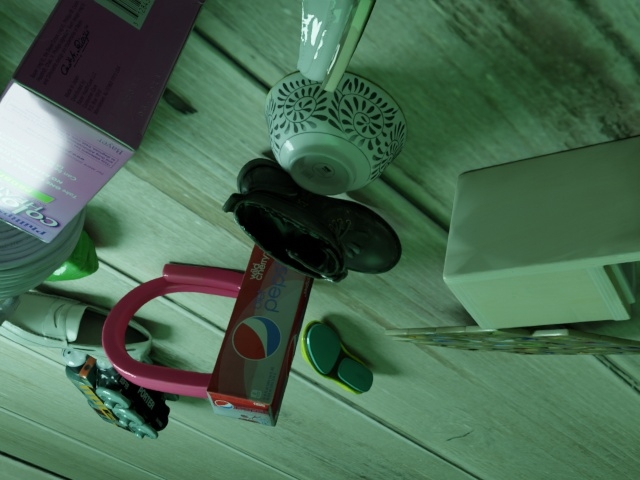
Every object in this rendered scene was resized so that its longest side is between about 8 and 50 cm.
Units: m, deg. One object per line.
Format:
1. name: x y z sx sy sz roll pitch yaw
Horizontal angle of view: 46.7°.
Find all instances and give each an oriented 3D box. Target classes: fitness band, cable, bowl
1. fitness band: -0.203 0.142 1.175 0.290 0.209 0.054 6 148 14
2. cable: -0.431 -0.049 0.938 0.257 0.257 0.089 37 139 -3
3. bowl: 0.008 -0.104 0.839 0.170 0.080 0.170 10 146 7

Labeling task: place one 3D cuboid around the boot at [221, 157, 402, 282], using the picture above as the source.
1. boot: 0.000 0.000 0.867 0.263 0.229 0.091 27 102 -15

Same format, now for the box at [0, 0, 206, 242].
1. box: -0.247 -0.148 0.750 0.117 0.214 0.243 30 145 -23

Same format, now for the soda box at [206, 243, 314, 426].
1. soda box: -0.074 0.115 1.032 0.092 0.263 0.083 9 147 8

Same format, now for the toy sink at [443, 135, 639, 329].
1. toy sink: 0.275 0.000 0.823 0.234 0.153 0.131 -11 139 33

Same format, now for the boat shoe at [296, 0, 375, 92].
1. boat shoe: 0.013 -0.258 0.588 0.103 0.113 0.302 17 137 -1

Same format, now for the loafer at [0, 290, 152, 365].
1. loafer: -0.474 0.155 1.407 0.319 0.112 0.111 19 143 -21

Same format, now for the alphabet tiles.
1. alphabet tiles: 0.271 0.143 1.044 0.285 0.011 0.342 11 167 -30

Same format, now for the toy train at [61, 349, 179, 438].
1. toy train: -0.442 0.322 1.622 0.190 0.142 0.334 14 149 20

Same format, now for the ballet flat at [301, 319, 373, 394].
1. ballet flat: 0.011 0.211 1.328 0.077 0.077 0.231 8 153 41

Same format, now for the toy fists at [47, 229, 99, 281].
1. toy fists: -0.448 -0.016 1.123 0.142 0.096 0.279 3 154 25
